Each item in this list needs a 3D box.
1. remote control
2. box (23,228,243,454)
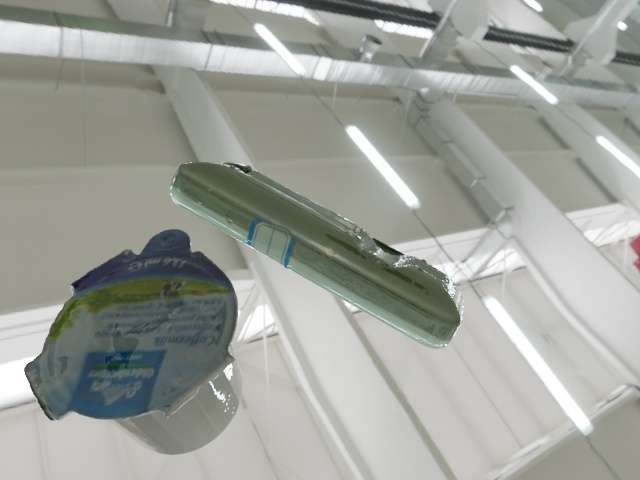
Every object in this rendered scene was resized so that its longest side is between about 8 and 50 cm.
[{"bbox_3d":[0.000,0.000,0.562,0.335,0.065,0.128,29,-166,10],"label":"remote control"},{"bbox_3d":[-0.221,0.157,0.727,0.263,0.206,0.291,-5,-134,3],"label":"box"}]
